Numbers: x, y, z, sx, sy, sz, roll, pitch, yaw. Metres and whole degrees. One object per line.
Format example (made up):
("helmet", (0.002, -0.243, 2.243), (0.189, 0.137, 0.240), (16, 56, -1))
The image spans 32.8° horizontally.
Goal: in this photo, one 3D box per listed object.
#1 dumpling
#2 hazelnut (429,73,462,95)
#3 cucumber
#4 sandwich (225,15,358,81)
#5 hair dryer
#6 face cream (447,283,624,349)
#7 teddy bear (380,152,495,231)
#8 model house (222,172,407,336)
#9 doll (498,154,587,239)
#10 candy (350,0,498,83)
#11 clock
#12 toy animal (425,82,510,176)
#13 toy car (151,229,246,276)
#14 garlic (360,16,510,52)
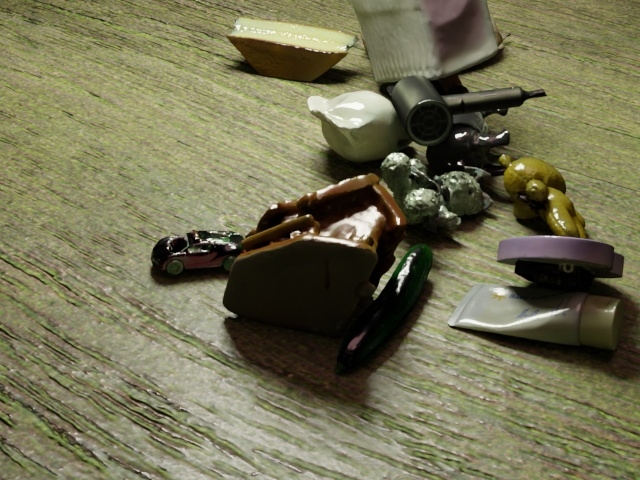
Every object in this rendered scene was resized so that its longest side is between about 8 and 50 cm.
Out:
("dumpling", (0.060, -0.202, 1.885), (0.151, 0.124, 0.228), (27, 8, 40))
("hazelnut", (0.232, -0.288, 2.080), (0.086, 0.086, 0.086), (1, 32, -1))
("cucumber", (0.096, 0.090, 1.496), (0.056, 0.056, 0.284), (16, 40, 22))
("sandwich", (-0.058, -0.382, 2.196), (0.257, 0.096, 0.094), (11, 40, 12))
("hair dryer", (0.246, -0.235, 1.802), (0.248, 0.078, 0.196), (-6, 26, -4))
("face cream", (0.296, 0.099, 1.491), (0.224, 0.070, 0.114), (9, 32, 27))
("teddy bear", (0.175, -0.063, 1.710), (0.213, 0.111, 0.133), (1, 55, -46))
("model house", (0.000, 0.001, 1.512), (0.219, 0.199, 0.229), (19, 38, 4))
("doll", (0.349, -0.049, 1.698), (0.137, 0.097, 0.210), (29, 27, -32))
("candy", (0.178, -0.405, 1.994), (0.145, 0.208, 0.358), (-21, 11, -12))
("clock", (0.331, 0.036, 1.528), (0.172, 0.064, 0.198), (4, -8, 24))
("toy animal", (0.244, -0.200, 1.914), (0.168, 0.106, 0.343), (-10, 27, -4))
("toy car", (-0.179, 0.013, 1.604), (0.142, 0.055, 0.069), (-5, 30, -12))
("garlic", (0.256, -0.438, 2.263), (0.338, 0.151, 0.196), (-1, 19, -5))
